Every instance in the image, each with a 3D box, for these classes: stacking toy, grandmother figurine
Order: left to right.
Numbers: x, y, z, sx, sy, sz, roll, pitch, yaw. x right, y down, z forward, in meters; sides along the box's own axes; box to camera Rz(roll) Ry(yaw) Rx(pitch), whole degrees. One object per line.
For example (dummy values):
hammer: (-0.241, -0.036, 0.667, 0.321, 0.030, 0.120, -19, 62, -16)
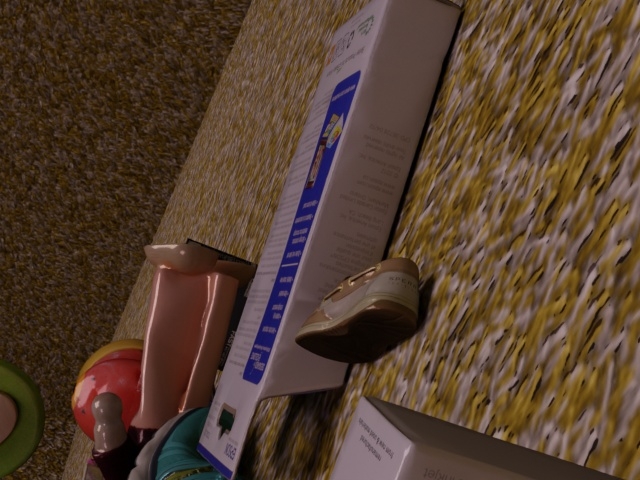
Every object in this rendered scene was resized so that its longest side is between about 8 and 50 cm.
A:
stacking toy: (-0.278, 0.253, 1.235, 0.130, 0.279, 0.309, -176, 91, -81)
grandmother figurine: (-0.140, 0.179, 1.136, 0.104, 0.207, 0.343, -2, 76, 38)

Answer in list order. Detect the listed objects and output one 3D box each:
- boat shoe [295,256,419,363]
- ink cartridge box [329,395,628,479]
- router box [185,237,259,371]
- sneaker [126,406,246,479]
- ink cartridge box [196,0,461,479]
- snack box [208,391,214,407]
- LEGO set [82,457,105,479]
boat shoe: (0.027, 0.045, 0.782, 0.135, 0.050, 0.045, -29, 39, 59)
ink cartridge box: (0.042, 0.140, 0.383, 0.063, 0.109, 0.151, -153, 82, -76)
router box: (-0.122, 0.070, 1.320, 0.038, 0.092, 0.122, -91, 23, -72)
sneaker: (-0.092, 0.224, 0.982, 0.110, 0.107, 0.275, -30, 20, 18)
ink cartridge box: (0.000, 0.000, 0.931, 0.176, 0.069, 0.371, 170, 120, -77)
snack box: (-0.137, 0.199, 1.359, 0.178, 0.022, 0.064, -124, 53, -76)
LEGO set: (-0.244, 0.318, 1.456, 0.287, 0.107, 0.132, 176, 113, -78)
